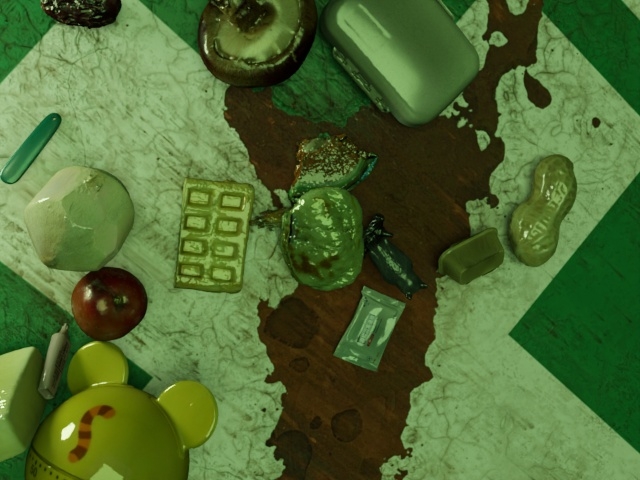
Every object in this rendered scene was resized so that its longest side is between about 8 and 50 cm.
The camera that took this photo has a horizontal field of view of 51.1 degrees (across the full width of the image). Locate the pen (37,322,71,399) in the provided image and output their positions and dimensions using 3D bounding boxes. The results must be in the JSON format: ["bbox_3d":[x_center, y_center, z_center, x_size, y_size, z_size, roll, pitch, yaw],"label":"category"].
[{"bbox_3d":[-0.580,0.257,1.477,0.032,0.197,0.053,-13,132,6],"label":"pen"}]

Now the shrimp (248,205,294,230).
[{"bbox_3d":[-0.090,-0.020,1.613,0.178,0.034,0.124,-13,112,-29],"label":"shrimp"}]

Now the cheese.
[{"bbox_3d":[-0.716,0.359,1.385,0.266,0.242,0.123,-17,124,2],"label":"cheese"}]

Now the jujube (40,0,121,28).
[{"bbox_3d":[-0.520,-0.513,1.465,0.166,0.104,0.104,0,95,-1],"label":"jujube"}]

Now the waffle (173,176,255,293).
[{"bbox_3d":[-0.251,-0.011,1.578,0.168,0.057,0.274,7,93,-13],"label":"waffle"}]

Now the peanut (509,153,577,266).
[{"bbox_3d":[0.569,-0.080,1.718,0.136,0.120,0.298,24,87,-18],"label":"peanut"}]

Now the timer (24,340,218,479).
[{"bbox_3d":[-0.432,0.443,1.444,0.376,0.376,0.386,24,79,-13],"label":"timer"}]

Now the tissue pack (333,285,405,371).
[{"bbox_3d":[0.125,0.225,1.693,0.123,0.026,0.193,24,89,-12],"label":"tissue pack"}]

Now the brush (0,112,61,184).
[{"bbox_3d":[-0.643,-0.205,1.497,0.043,0.032,0.193,34,75,-8],"label":"brush"}]

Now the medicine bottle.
[{"bbox_3d":[0.192,-0.471,1.602,0.282,0.123,0.375,-45,101,-7],"label":"medicine bottle"}]

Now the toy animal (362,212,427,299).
[{"bbox_3d":[0.173,0.040,1.607,0.121,0.117,0.210,-42,68,-11],"label":"toy animal"}]

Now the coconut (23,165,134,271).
[{"bbox_3d":[-0.514,-0.036,1.426,0.224,0.234,0.224,6,128,8],"label":"coconut"}]

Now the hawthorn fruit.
[{"bbox_3d":[-0.469,0.137,1.486,0.173,0.173,0.172,-1,95,-12],"label":"hawthorn fruit"}]

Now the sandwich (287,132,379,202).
[{"bbox_3d":[0.032,-0.175,1.614,0.235,0.079,0.159,-9,96,-11],"label":"sandwich"}]

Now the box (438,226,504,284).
[{"bbox_3d":[0.382,0.037,1.698,0.177,0.111,0.111,-25,99,-10],"label":"box"}]

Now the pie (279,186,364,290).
[{"bbox_3d":[0.000,0.000,1.561,0.201,0.090,0.247,-2,103,5],"label":"pie"}]

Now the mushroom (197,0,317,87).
[{"bbox_3d":[-0.151,-0.488,1.513,0.278,0.163,0.297,37,87,-21],"label":"mushroom"}]
